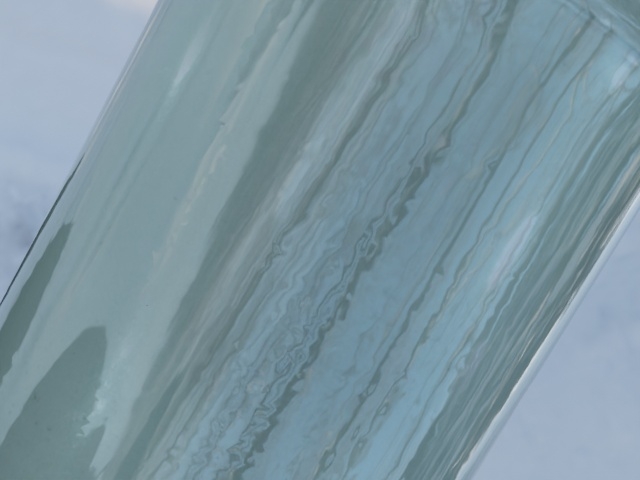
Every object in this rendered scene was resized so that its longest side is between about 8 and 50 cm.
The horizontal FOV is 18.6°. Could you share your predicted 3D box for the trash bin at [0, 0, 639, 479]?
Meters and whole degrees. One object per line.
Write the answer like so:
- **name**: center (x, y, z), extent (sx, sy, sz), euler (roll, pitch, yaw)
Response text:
- **trash bin**: center (0.000, 0.000, 1.001), extent (0.280, 0.280, 0.432), euler (32, 86, -44)
